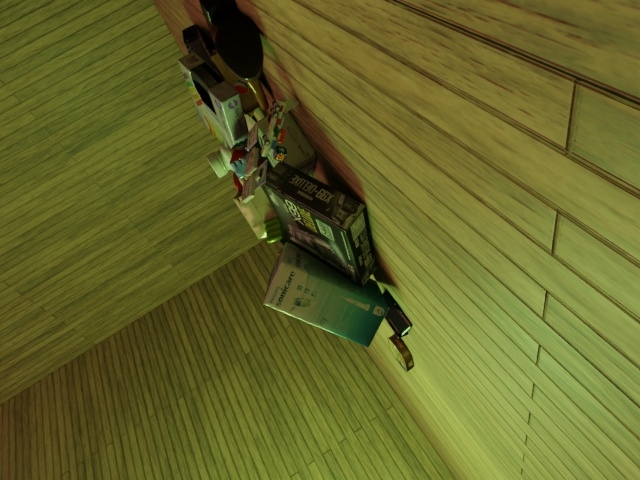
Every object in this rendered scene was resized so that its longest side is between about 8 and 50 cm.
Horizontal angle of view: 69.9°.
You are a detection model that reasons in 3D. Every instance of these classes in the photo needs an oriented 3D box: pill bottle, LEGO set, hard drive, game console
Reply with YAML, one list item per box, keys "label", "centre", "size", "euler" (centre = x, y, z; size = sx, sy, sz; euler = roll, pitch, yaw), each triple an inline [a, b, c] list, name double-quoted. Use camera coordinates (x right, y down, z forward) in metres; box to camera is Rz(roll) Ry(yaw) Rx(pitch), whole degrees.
- label: "pill bottle"
  centre: [-0.340, -0.356, 1.859]
  size: [0.131, 0.229, 0.131]
  euler: [56, 173, 10]
- label: "LEGO set"
  centre: [-0.112, -0.192, 0.998]
  size: [0.244, 0.060, 0.183]
  euler: [160, 116, -64]
- label: "hard drive"
  centre: [-0.400, -0.617, 1.619]
  size: [0.237, 0.064, 0.339]
  euler: [64, 180, -35]
- label: "game console"
  centre: [0.217, 0.205, 1.294]
  size: [0.122, 0.071, 0.107]
  euler: [56, -156, 20]

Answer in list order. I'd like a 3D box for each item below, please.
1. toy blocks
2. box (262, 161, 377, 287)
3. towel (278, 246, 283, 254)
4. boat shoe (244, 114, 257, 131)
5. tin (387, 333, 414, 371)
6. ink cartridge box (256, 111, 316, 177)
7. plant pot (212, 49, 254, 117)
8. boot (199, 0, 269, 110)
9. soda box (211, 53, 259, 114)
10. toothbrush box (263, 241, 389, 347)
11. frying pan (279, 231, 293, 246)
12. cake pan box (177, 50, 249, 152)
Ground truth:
- label: "toy blocks"
  centre: [-0.174, -0.196, 1.381]
  size: [0.261, 0.190, 0.381]
  euler: [61, -157, -26]
- label: "box"
  centre: [0.008, -0.031, 1.108]
  size: [0.242, 0.077, 0.307]
  euler: [31, 162, 24]
- label: "towel"
  centre: [-0.101, 0.085, 2.017]
  size: [0.275, 0.031, 0.199]
  euler: [-59, -48, -63]
- label: "boat shoe"
  centre: [-0.265, -0.448, 1.709]
  size: [0.206, 0.075, 0.065]
  euler: [54, -142, -12]
- label: "tin"
  centre: [0.281, 0.393, 1.603]
  size: [0.106, 0.040, 0.190]
  euler: [49, 169, 34]
- label: "ink cartridge box"
  centre: [-0.089, -0.229, 1.186]
  size: [0.153, 0.086, 0.208]
  euler: [57, 173, 4]
- label: "plant pot"
  centre: [-0.277, -0.516, 1.500]
  size: [0.236, 0.032, 0.236]
  euler: [57, 173, 11]
- label: "boot"
  centre: [-0.175, -0.387, 1.050]
  size: [0.264, 0.096, 0.280]
  euler: [55, 174, 22]
- label: "soda box"
  centre: [-0.247, -0.469, 1.352]
  size: [0.181, 0.061, 0.058]
  euler: [58, 174, -2]
- label: "toothbrush box"
  centre: [0.011, 0.137, 1.227]
  size: [0.295, 0.126, 0.216]
  euler: [25, -168, -9]
- label: "frying pan"
  centre: [-0.043, 0.068, 1.461]
  size: [0.326, 0.053, 0.197]
  euler: [47, -179, -27]
- label: "cake pan box"
  centre: [-0.317, -0.412, 1.411]
  size: [0.246, 0.070, 0.267]
  euler: [45, 161, 23]
